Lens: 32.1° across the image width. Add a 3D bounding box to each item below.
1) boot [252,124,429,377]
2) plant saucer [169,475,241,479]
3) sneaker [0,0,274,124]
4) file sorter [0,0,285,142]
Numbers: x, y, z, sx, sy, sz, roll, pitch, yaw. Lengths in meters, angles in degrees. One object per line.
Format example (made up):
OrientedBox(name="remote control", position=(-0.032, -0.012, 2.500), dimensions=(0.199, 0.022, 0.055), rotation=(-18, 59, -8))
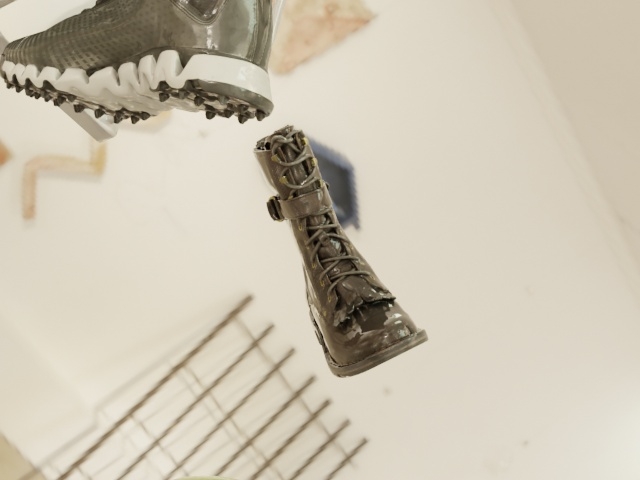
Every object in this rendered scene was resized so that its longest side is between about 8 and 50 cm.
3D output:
OrientedBox(name="boot", position=(0.000, 0.000, 1.077), dimensions=(0.229, 0.091, 0.263), rotation=(69, -12, -14))
OrientedBox(name="plant saucer", position=(-0.149, 0.381, 1.526), dimensions=(0.241, 0.241, 0.037), rotation=(55, 28, -44))
OrientedBox(name="sneaker", position=(-0.114, -0.132, 0.703), dimensions=(0.234, 0.106, 0.078), rotation=(7, -7, 40))
OrientedBox(name="file sorter", position=(-0.166, -0.247, 0.795), dimensions=(0.277, 0.173, 0.193), rotation=(44, 44, -38))
